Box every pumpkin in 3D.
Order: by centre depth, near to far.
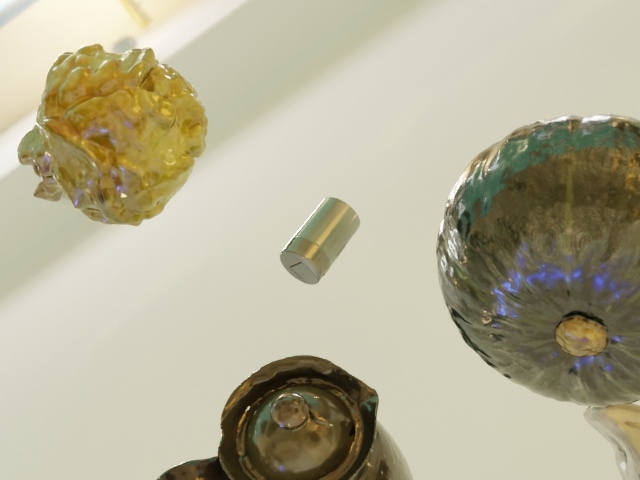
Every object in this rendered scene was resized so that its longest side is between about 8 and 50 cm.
[{"bbox_3d":[0.180,0.014,0.682,0.211,0.212,0.152,-12,-144,42],"label":"pumpkin"}]

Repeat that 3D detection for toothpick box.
[{"bbox_3d":[0.000,0.000,1.095,0.052,0.052,0.083,-3,-138,50],"label":"toothpick box"}]

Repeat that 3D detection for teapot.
[{"bbox_3d":[-0.048,0.257,1.203,0.305,0.285,0.223,1,-129,11],"label":"teapot"}]

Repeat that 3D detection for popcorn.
[{"bbox_3d":[-0.271,-0.124,1.316,0.266,0.233,0.192,-20,-147,22],"label":"popcorn"}]

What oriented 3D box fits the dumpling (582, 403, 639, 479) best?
[{"bbox_3d":[0.476,0.314,1.238,0.341,0.260,0.181,10,-103,21],"label":"dumpling"}]
